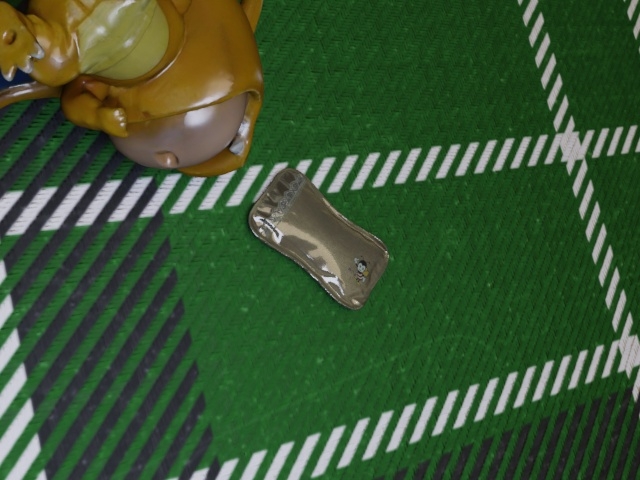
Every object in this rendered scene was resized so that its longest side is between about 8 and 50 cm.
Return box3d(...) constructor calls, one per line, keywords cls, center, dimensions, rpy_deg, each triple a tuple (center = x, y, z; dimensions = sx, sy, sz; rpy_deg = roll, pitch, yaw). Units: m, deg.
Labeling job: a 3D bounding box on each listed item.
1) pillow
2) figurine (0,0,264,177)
box3d(cls="pillow", center=(0.000, 0.000, 1.164), dimensions=(0.217, 0.033, 0.130), rpy_deg=(42, 60, -13))
box3d(cls="figurine", center=(-0.197, -0.260, 0.934), dimensions=(0.268, 0.387, 0.400), rpy_deg=(29, 94, 21))
